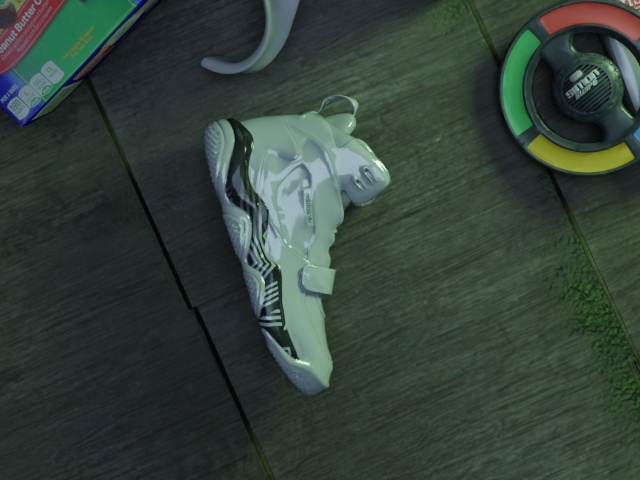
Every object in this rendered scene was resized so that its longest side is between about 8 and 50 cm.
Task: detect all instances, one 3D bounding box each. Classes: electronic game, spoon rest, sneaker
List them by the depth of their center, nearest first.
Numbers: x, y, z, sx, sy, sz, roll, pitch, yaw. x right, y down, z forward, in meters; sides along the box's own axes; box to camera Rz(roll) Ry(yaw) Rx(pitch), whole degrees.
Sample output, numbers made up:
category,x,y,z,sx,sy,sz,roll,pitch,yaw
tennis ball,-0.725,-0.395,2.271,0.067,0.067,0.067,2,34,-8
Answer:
category,x,y,z,sx,sy,sz,roll,pitch,yaw
spoon rest,-0.060,-0.321,1.759,0.084,0.137,0.276,35,116,27
sneaker,0.000,0.000,1.797,0.210,0.137,0.365,-18,91,0
electronic game,0.339,-0.193,1.827,0.229,0.048,0.229,3,100,15

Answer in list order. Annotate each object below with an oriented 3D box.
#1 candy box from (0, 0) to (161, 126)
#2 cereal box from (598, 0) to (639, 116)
category,x,y,z,sx,sy,sz,roll,pitch,yaw
candy box,-0.369,-0.346,1.736,0.268,0.122,0.317,-43,93,16
cereal box,0.465,-0.236,1.860,0.173,0.047,0.240,-22,94,-2
